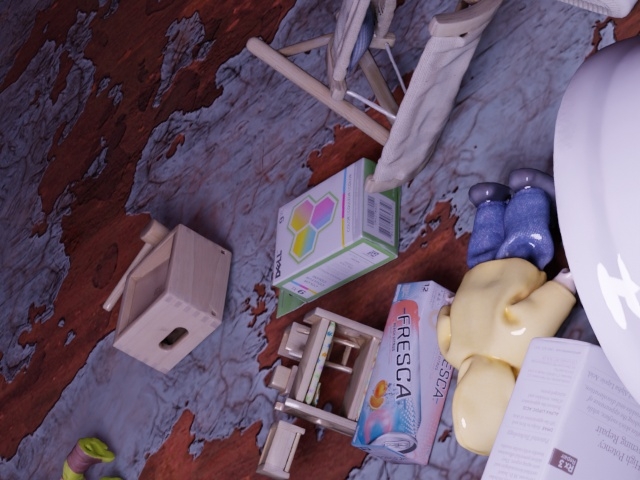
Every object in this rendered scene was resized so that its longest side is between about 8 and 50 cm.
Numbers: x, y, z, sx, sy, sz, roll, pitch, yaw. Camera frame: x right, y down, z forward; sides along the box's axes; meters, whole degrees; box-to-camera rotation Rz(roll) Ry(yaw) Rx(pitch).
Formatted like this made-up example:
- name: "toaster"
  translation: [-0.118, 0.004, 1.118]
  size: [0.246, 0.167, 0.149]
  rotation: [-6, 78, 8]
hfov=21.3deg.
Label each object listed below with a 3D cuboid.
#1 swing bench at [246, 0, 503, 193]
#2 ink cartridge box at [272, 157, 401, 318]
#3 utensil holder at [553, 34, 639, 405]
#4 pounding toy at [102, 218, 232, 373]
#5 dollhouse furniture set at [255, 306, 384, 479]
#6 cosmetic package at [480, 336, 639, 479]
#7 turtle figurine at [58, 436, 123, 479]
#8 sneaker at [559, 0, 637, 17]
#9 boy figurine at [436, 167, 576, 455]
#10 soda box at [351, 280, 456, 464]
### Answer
- name: "swing bench"
  translation: [0.076, -0.236, 1.849]
  size: [0.254, 0.165, 0.253]
  rotation: [50, 142, 23]
- name: "ink cartridge box"
  translation: [0.000, 0.000, 1.974]
  size: [0.209, 0.062, 0.109]
  rotation: [-29, 45, 41]
- name: "utensil holder"
  translation: [0.412, -0.046, 1.192]
  size: [0.385, 0.328, 0.327]
  rotation: [-20, 51, 41]
- name: "pounding toy"
  translation: [-0.195, 0.063, 2.177]
  size: [0.181, 0.094, 0.206]
  rotation: [-42, 28, 35]
- name: "dollhouse furniture set"
  translation: [-0.003, 0.184, 1.849]
  size: [0.161, 0.101, 0.182]
  rotation: [142, 147, -73]
- name: "cosmetic package"
  translation: [0.210, 0.211, 1.481]
  size: [0.085, 0.117, 0.231]
  rotation: [2, 69, 56]
- name: "turtle figurine"
  translation: [-0.343, 0.351, 2.159]
  size: [0.217, 0.087, 0.269]
  rotation: [-50, 34, 18]
- name: "sneaker"
  translation: [0.241, -0.351, 1.853]
  size: [0.350, 0.131, 0.148]
  rotation: [29, 92, 48]
- name: "boy figurine"
  translation: [0.184, 0.070, 1.644]
  size: [0.177, 0.092, 0.285]
  rotation: [-22, 50, 44]
- name: "soda box"
  translation: [0.094, 0.135, 1.744]
  size: [0.058, 0.063, 0.183]
  rotation: [-8, 60, 52]
